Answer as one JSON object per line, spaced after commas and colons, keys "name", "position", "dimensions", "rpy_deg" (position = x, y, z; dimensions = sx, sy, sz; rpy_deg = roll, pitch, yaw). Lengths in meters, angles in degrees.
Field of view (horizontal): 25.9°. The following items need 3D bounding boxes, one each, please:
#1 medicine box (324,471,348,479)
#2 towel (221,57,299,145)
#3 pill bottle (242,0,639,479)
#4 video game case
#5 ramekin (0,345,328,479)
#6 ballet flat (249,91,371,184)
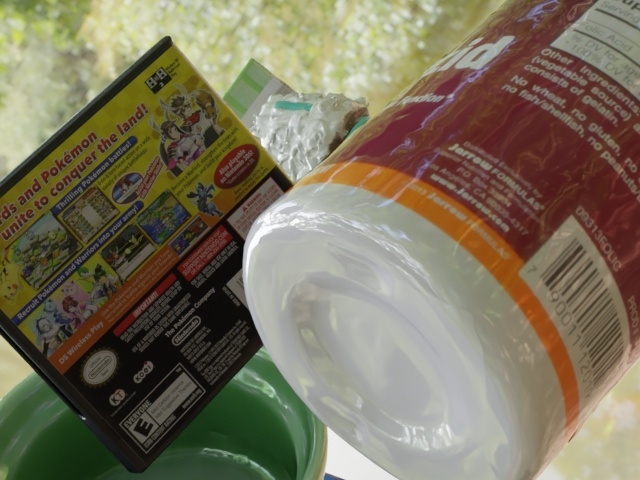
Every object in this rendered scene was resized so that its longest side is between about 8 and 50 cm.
{"name": "medicine box", "position": [-0.047, 0.430, 1.467], "dimensions": [0.289, 0.149, 0.263], "rpy_deg": [-60, -12, -51]}
{"name": "towel", "position": [-0.047, -0.115, 1.542], "dimensions": [0.113, 0.152, 0.023], "rpy_deg": [-57, 16, -12]}
{"name": "pill bottle", "position": [0.155, -0.039, 0.899], "dimensions": [0.392, 0.224, 0.224], "rpy_deg": [-42, 4, -31]}
{"name": "video game case", "position": [-0.142, 0.008, 1.156], "dimensions": [0.275, 0.248, 0.035], "rpy_deg": [-46, 14, -24]}
{"name": "ramekin", "position": [-0.136, 0.225, 1.180], "dimensions": [0.303, 0.303, 0.148], "rpy_deg": [-75, -19, -50]}
{"name": "ballet flat", "position": [0.000, 0.000, 1.513], "dimensions": [0.147, 0.147, 0.409], "rpy_deg": [-73, -17, -47]}
